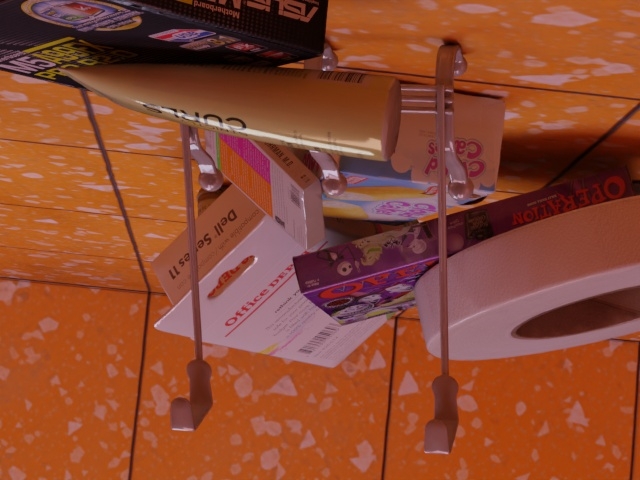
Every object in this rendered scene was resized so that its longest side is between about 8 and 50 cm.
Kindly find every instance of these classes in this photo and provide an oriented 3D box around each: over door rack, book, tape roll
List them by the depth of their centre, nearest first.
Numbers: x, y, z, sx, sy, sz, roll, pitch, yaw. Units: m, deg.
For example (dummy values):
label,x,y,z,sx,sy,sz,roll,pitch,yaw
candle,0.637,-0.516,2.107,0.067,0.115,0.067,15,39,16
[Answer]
label,x,y,z,sx,sy,sz,roll,pitch,yaw
over door rack,0.000,0.000,1.405,0.239,0.324,0.108,2,-174,15
book,-0.052,-0.067,1.553,0.144,0.035,0.096,45,159,27
tape roll,0.291,0.040,1.769,0.392,0.072,0.392,-11,166,-3

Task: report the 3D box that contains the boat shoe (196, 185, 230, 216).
label,x,y,z,sx,sy,sz,roll,pitch,yaw
boat shoe,-0.017,-0.019,2.128,0.285,0.089,0.104,7,146,-27

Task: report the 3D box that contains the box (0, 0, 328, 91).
label,x,y,z,sx,sy,sz,roll,pitch,yaw
box,-0.157,-0.165,1.235,0.216,0.060,0.270,10,170,-36

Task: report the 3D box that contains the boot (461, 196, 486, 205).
label,x,y,z,sx,sy,sz,roll,pitch,yaw
boot,0.104,-0.058,1.827,0.158,0.059,0.084,2,176,15

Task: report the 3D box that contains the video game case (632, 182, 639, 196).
label,x,y,z,sx,sy,sz,roll,pitch,yaw
video game case,0.421,-0.038,1.864,0.193,0.023,0.212,13,170,-42

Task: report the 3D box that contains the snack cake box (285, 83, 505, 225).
label,x,y,z,sx,sy,sz,roll,pitch,yaw
snack cake box,0.051,-0.078,1.599,0.152,0.089,0.264,9,172,-16

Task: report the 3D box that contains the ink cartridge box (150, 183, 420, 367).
label,x,y,z,sx,sy,sz,roll,pitch,yaw
ink cartridge box,-0.040,0.021,1.924,0.207,0.119,0.353,-43,150,19

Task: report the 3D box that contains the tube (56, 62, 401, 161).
label,x,y,z,sx,sy,sz,roll,pitch,yaw
tube,-0.063,-0.100,1.231,0.240,0.062,0.070,8,133,12

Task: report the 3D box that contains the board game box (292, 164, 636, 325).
label,x,y,z,sx,sy,sz,roll,pitch,yaw
board game box,0.161,0.011,1.778,0.346,0.056,0.208,-15,161,10
